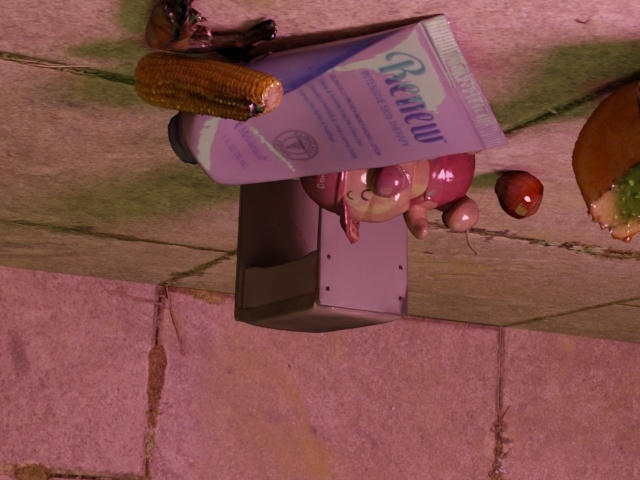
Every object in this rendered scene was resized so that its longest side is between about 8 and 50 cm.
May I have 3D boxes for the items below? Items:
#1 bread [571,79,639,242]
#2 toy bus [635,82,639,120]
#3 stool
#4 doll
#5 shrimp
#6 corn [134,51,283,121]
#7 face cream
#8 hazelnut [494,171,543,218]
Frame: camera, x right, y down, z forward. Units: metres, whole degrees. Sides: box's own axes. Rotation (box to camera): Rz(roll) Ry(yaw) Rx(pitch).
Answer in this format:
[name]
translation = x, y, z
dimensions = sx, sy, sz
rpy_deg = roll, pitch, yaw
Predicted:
[bread]
translation = 0.415, -0.124, 1.685
dimensions = 0.229, 0.139, 0.143
rpy_deg = -44, 142, 21
[toy bus]
translation = 0.471, -0.083, 1.557
dimensions = 0.167, 0.138, 0.275
rpy_deg = -22, 137, 2
[stool]
translation = 0.000, 0.000, 2.080
dimensions = 0.170, 0.270, 0.243
rpy_deg = 10, 167, -34
[doll]
translation = 0.097, -0.095, 1.825
dimensions = 0.256, 0.196, 0.152
rpy_deg = -1, 170, -15
[shrimp]
translation = -0.123, -0.241, 1.505
dimensions = 0.152, 0.046, 0.219
rpy_deg = 5, 172, -7
[corn]
translation = -0.138, -0.184, 1.585
dimensions = 0.203, 0.072, 0.072
rpy_deg = 13, 174, 30
[face cream]
translation = 0.000, -0.163, 1.661
dimensions = 0.420, 0.137, 0.235
rpy_deg = -8, 139, 24
[hazelnut]
translation = 0.318, -0.075, 2.129
dimensions = 0.086, 0.086, 0.086
rpy_deg = 3, 168, 1
